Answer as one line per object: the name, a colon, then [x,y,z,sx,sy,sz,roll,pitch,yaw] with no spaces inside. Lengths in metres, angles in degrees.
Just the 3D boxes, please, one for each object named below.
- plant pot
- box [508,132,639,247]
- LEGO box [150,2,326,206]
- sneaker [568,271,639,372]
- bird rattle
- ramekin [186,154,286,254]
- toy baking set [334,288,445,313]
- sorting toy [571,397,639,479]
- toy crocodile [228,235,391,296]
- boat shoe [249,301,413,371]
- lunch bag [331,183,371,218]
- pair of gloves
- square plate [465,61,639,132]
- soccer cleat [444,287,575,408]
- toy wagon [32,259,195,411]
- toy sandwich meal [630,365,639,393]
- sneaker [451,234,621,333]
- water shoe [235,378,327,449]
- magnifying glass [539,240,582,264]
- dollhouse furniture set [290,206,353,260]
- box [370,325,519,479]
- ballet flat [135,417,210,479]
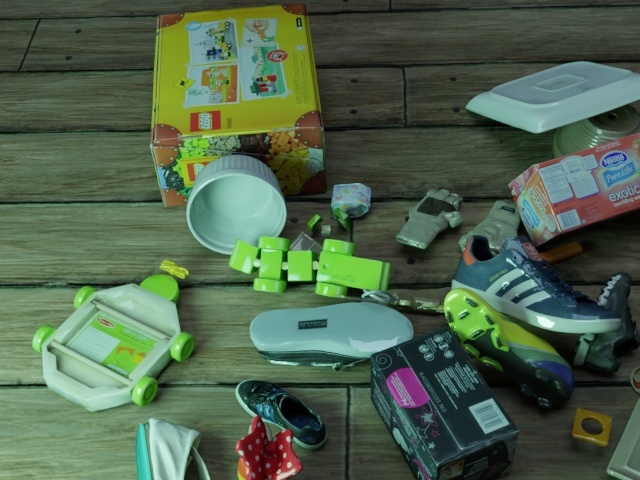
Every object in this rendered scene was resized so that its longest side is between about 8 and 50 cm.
plant pot: [0.651,-0.241,2.189,0.237,0.109,0.237,-2,45,2]
box: [0.565,-0.109,1.999,0.300,0.142,0.154,-18,82,-16]
LEGO box: [-0.193,-0.331,2.272,0.373,0.193,0.500,-5,46,-1]
sneaker: [0.560,0.161,1.833,0.106,0.078,0.234,23,56,20]
bird rattle: [-0.100,0.382,1.561,0.143,0.253,0.207,-11,23,-7]
ramekin: [-0.177,-0.082,2.032,0.207,0.207,0.109,-6,36,-2]
toy baking set: [0.164,0.114,1.844,0.256,0.197,0.030,6,83,14]
sorting toy: [0.599,0.371,1.648,0.348,0.047,0.196,22,47,23]
toy crocodile: [-0.025,0.053,1.951,0.341,0.105,0.115,4,88,14]
boat shoe: [0.024,0.193,1.817,0.306,0.105,0.113,-5,50,8]
lunch bag: [0.069,-0.085,2.117,0.083,0.053,0.071,-6,43,11]
pair of gloves: [0.297,-0.027,2.042,0.240,0.042,0.204,13,41,18]
square plate: [0.559,-0.345,2.239,0.347,0.049,0.344,-20,21,-13]
soccer cleat: [0.339,0.185,1.753,0.289,0.093,0.121,41,32,-2]
toy wagon: [-0.374,0.176,1.884,0.267,0.068,0.344,22,51,23]
toy sandwich meal: [0.610,0.251,1.771,0.086,0.029,0.085,-2,46,2]
sneaker: [0.399,0.073,1.801,0.350,0.148,0.131,16,8,40]
water shoe: [-0.069,0.294,1.740,0.203,0.080,0.073,28,53,27]
magnifying glass: [0.430,0.048,1.986,0.231,0.026,0.092,-19,47,-12]
dollhouse furniture set: [0.000,0.000,2.059,0.076,0.058,0.151,37,77,24]
box: [0.208,0.300,1.675,0.163,0.142,0.247,-19,49,-15]
ballet flat: [-0.232,0.460,1.572,0.139,0.139,0.400,-7,45,-3]
